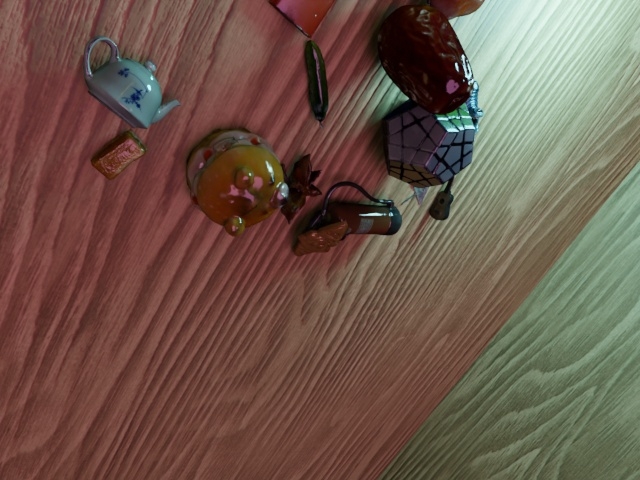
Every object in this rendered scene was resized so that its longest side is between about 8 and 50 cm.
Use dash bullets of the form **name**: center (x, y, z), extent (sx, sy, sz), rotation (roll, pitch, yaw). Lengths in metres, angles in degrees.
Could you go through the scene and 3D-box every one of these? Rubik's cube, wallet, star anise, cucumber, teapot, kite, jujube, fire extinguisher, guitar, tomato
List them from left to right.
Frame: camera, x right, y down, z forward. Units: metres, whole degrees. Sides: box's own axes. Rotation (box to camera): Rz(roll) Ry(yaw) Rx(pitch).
- **teapot**: center (-0.430, -0.351, 0.958), extent (0.159, 0.159, 0.232), rotation (-44, 142, 2)
- **star anise**: center (-0.070, -0.156, 1.346), extent (0.196, 0.111, 0.212), rotation (39, 66, -62)
- **wallet**: center (-0.021, -0.645, 1.072), extent (0.142, 0.045, 0.204), rotation (27, 104, -39)
- **cucumber**: center (-0.006, -0.446, 1.219), extent (0.056, 0.056, 0.249), rotation (-21, 129, -19)
- **fire extinguisher**: center (0.121, -0.108, 1.514), extent (0.377, 0.113, 0.200), rotation (-1, 98, -33)
- **kite**: center (0.382, -0.187, 1.680), extent (0.157, 0.011, 0.139), rotation (-37, 131, -6)
- **jujube**: center (0.296, -0.508, 1.190), extent (0.223, 0.317, 0.223), rotation (-26, 164, -8)
- **Rubik's cube**: center (0.343, -0.327, 1.378), extent (0.319, 0.319, 0.264), rotation (-37, 107, -5)
- **guitar**: center (0.520, -0.211, 1.714), extent (0.038, 0.084, 0.270), rotation (2, 114, -37)
- **tomato**: center (0.405, -0.739, 1.192), extent (0.228, 0.112, 0.199), rotation (-38, 122, -30)

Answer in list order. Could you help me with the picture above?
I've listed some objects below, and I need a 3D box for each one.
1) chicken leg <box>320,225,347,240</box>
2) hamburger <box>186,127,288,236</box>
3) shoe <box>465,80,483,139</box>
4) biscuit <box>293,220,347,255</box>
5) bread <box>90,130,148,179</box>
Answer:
- **chicken leg**: center (0.016, -0.011, 1.549), extent (0.205, 0.053, 0.093), rotation (-4, 139, -24)
- **hamburger**: center (-0.221, -0.156, 1.167), extent (0.277, 0.236, 0.276), rotation (-17, 131, -21)
- **shoe**: center (0.540, -0.464, 1.516), extent (0.092, 0.106, 0.207), rotation (-19, 124, -22)
- **biscuit**: center (0.000, 0.000, 1.453), extent (0.163, 0.035, 0.250), rotation (13, 143, -43)
- **bread**: center (-0.507, -0.214, 1.066), extent (0.132, 0.053, 0.074), rotation (-40, 130, -1)
